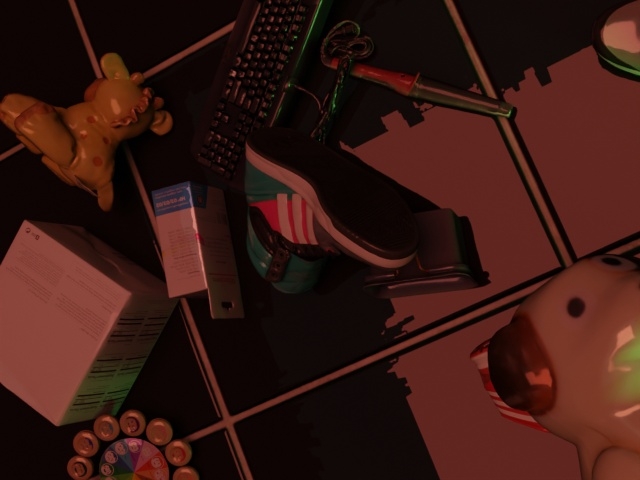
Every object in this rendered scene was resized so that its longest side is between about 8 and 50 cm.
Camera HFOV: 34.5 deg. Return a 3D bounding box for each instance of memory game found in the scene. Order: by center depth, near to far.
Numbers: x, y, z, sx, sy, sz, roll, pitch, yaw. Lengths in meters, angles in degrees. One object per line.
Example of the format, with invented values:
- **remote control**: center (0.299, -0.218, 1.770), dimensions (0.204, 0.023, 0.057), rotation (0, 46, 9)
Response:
- **memory game**: center (-0.255, 0.319, 1.402), dimensions (0.186, 0.012, 0.186), rotation (1, 100, 7)

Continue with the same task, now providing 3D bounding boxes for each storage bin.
- **storage bin**: center (0.119, 0.014, 1.279), dimensions (0.135, 0.098, 0.091), rotation (-9, 73, 19)

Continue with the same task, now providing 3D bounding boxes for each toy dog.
- **toy dog**: center (0.359, 0.199, 1.047), dimensions (0.284, 0.395, 0.408), rotation (-31, 90, -17)

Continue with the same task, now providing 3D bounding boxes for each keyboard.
- **keyboard**: center (-0.050, -0.211, 1.360), dimensions (0.201, 0.033, 0.317), rotation (27, 105, 20)

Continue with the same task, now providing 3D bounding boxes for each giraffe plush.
- **giraffe plush**: center (-0.309, -0.165, 1.421), dimensions (0.210, 0.181, 0.170), rotation (34, 77, 30)

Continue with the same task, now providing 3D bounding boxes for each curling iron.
- **curling iron**: center (0.118, -0.213, 1.320), dimensions (0.274, 0.035, 0.068), rotation (26, 95, 20)

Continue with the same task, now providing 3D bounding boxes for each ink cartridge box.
- **ink cartridge box**: center (-0.161, 0.020, 1.369), dimensions (0.061, 0.104, 0.181), rotation (-14, 81, 19)

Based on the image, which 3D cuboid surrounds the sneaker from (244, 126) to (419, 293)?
- **sneaker**: center (0.000, 0.000, 1.265), dimensions (0.295, 0.123, 0.178), rotation (41, 137, 41)

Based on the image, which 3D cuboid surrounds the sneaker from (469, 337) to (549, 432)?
- **sneaker**: center (0.300, 0.147, 1.217), dimensions (0.221, 0.087, 0.128), rotation (-23, 91, 23)

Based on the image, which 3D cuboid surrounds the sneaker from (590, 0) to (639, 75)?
- **sneaker**: center (0.443, -0.236, 1.165), dimensions (0.271, 0.108, 0.100), rotation (8, 91, 22)

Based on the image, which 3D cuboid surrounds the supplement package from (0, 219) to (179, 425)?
- **supplement package**: center (-0.339, 0.110, 1.405), dimensions (0.194, 0.149, 0.203), rotation (32, 97, 19)
